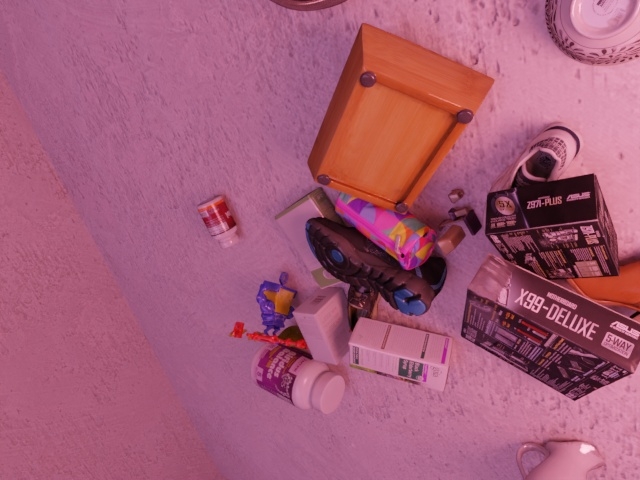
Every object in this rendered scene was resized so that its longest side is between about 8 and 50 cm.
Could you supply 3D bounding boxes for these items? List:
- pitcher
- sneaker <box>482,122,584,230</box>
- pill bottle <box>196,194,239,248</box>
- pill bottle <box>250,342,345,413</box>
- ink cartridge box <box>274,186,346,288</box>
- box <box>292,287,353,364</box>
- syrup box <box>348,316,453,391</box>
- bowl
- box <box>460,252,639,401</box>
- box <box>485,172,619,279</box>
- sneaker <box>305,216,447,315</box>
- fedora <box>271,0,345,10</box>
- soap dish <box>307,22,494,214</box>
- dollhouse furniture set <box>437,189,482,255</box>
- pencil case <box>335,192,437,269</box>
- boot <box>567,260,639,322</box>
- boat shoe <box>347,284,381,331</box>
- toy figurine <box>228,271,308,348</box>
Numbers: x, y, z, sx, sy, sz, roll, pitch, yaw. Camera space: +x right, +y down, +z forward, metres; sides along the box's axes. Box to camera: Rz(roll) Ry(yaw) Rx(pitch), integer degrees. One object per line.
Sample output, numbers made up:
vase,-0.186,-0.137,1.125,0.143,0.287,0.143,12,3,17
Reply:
pitcher,0.487,0.528,0.949,0.178,0.207,0.125,-19,104,50
sneaker,0.328,-0.082,0.730,0.090,0.095,0.235,34,139,18
pill bottle,-0.312,-0.056,1.366,0.086,0.086,0.152,-5,115,46
pill bottle,-0.075,0.453,1.458,0.302,0.169,0.169,12,127,37
ink cartridge box,0.000,0.000,1.134,0.171,0.056,0.235,-26,101,50
box,0.021,0.236,1.233,0.091,0.130,0.170,-2,117,44
syrup box,0.195,0.275,1.078,0.237,0.096,0.093,11,130,19
bowl,0.359,-0.297,0.548,0.170,0.080,0.170,26,135,29
box,0.378,0.164,0.775,0.242,0.076,0.307,29,164,27
box,0.356,-0.010,0.675,0.147,0.077,0.180,-9,147,39
sneaker,0.116,0.035,0.992,0.341,0.140,0.125,32,146,23
fedora,-0.005,-0.498,0.676,0.275,0.244,0.124,-31,61,25
soap dish,0.120,-0.187,0.769,0.229,0.118,0.291,20,137,-7
dollhouse furniture set,0.232,-0.027,0.848,0.081,0.114,0.091,-19,107,53
pencil case,0.130,-0.038,0.910,0.236,0.104,0.104,42,142,35
boot,0.499,0.050,0.695,0.197,0.073,0.152,40,131,16
boat shoe,0.107,0.150,1.130,0.080,0.073,0.223,24,133,30
toy figurine,-0.095,0.208,1.331,0.191,0.217,0.362,1,164,29
